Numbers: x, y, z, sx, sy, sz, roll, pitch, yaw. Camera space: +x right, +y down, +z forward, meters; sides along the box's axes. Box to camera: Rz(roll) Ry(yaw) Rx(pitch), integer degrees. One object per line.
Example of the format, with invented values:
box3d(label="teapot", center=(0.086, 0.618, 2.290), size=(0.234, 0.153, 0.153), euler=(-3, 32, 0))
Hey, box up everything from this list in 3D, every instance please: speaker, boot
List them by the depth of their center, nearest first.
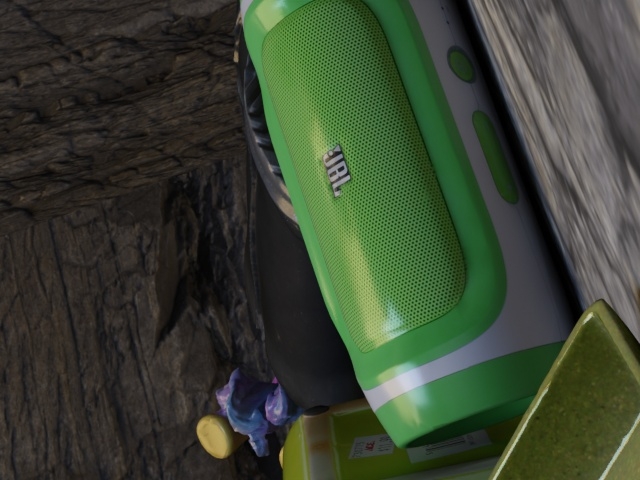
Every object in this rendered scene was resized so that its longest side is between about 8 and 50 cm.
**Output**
box3d(label="speaker", center=(0.047, -0.039, 0.818), size=(0.131, 0.131, 0.296), euler=(64, -173, -76))
box3d(label="boot", center=(0.000, -0.002, 1.155), size=(0.445, 0.146, 0.367), euler=(96, 171, -46))

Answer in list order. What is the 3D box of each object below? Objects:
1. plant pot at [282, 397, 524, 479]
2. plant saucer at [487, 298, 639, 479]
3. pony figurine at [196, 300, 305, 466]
box3d(label="plant pot", center=(0.089, 0.208, 0.887), size=(0.228, 0.227, 0.207), euler=(-99, -3, -77))
box3d(label="plant saucer", center=(0.106, 0.147, 0.532), size=(0.188, 0.045, 0.188), euler=(-106, 37, -60))
box3d(label="pony figurine", center=(0.046, 0.174, 1.484), size=(0.363, 0.303, 0.351), euler=(-22, -101, -51))
